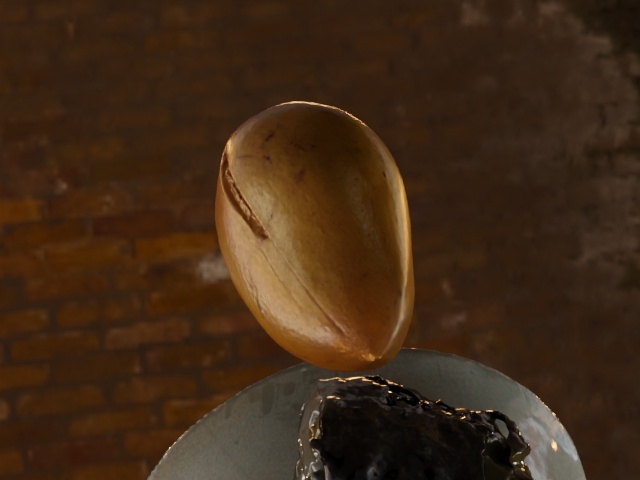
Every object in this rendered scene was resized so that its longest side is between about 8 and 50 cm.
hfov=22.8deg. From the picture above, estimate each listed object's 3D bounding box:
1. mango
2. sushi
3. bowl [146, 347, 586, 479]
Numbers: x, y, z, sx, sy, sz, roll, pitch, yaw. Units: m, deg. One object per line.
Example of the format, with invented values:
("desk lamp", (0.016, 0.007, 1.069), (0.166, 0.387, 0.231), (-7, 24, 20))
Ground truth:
("mango", (0.000, 0.000, 0.446), (0.046, 0.060, 0.089), (16, -146, -39))
("sushi", (0.037, 0.160, 0.736), (0.115, 0.147, 0.212), (9, -126, -2))
("bowl", (0.040, 0.233, 0.957), (0.313, 0.313, 0.146), (-7, -152, -12))
